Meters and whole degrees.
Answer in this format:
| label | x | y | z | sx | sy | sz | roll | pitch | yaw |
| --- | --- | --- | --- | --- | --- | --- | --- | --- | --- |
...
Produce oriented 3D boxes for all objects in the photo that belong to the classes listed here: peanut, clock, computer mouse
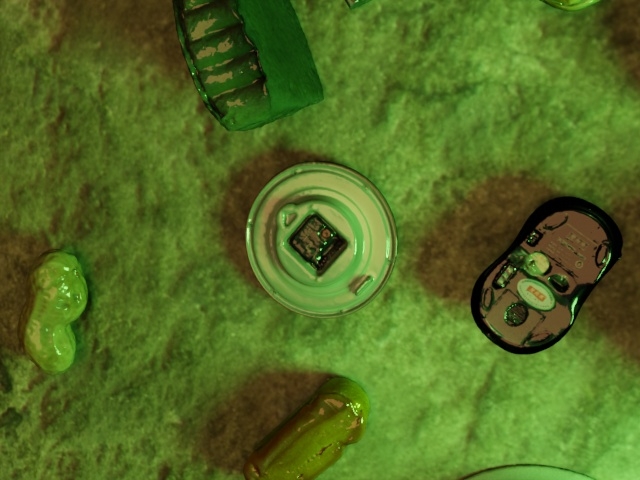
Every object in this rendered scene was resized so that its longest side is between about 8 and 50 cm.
| label | x | y | z | sx | sy | sz | roll | pitch | yaw |
| --- | --- | --- | --- | --- | --- | --- | --- | --- | --- |
| peanut | -0.462 | 0.124 | 1.340 | 0.103 | 0.098 | 0.230 | 30 | 113 | 39 |
| clock | 0.000 | 0.001 | 1.187 | 0.244 | 0.056 | 0.245 | 3 | 100 | 18 |
| computer mouse | 0.310 | 0.048 | 1.073 | 0.137 | 0.096 | 0.233 | 40 | 105 | 3 |

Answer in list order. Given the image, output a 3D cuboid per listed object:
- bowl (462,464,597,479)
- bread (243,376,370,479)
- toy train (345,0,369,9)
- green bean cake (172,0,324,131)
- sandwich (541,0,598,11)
| label | x | y | z | sx | sy | sz | roll | pitch | yaw |
| --- | --- | --- | --- | --- | --- | --- | --- | --- | --- |
| bowl | 0.316 | 0.564 | 1.111 | 0.434 | 0.196 | 0.435 | 3 | 100 | 17 |
| bread | -0.022 | 0.321 | 1.234 | 0.102 | 0.094 | 0.245 | 46 | 110 | 0 |
| toy train | 0.026 | -0.467 | 1.019 | 0.131 | 0.202 | 0.300 | -29 | 89 | 4 |
| green bean cake | -0.102 | -0.269 | 1.079 | 0.124 | 0.227 | 0.223 | -17 | 95 | 18 |
| sandwich | 0.318 | -0.458 | 0.975 | 0.254 | 0.099 | 0.288 | -42 | 86 | 20 |
